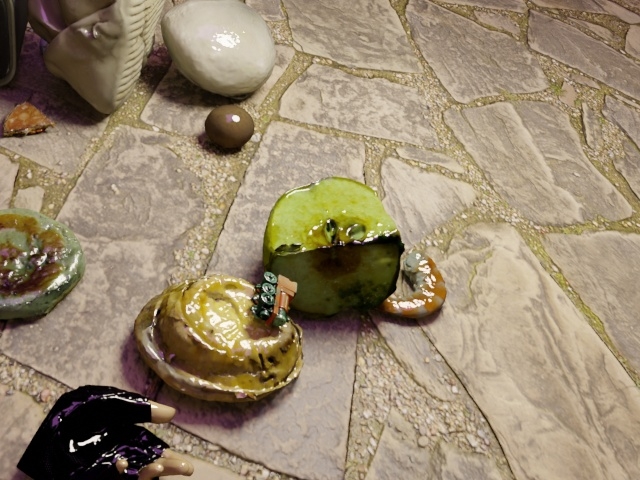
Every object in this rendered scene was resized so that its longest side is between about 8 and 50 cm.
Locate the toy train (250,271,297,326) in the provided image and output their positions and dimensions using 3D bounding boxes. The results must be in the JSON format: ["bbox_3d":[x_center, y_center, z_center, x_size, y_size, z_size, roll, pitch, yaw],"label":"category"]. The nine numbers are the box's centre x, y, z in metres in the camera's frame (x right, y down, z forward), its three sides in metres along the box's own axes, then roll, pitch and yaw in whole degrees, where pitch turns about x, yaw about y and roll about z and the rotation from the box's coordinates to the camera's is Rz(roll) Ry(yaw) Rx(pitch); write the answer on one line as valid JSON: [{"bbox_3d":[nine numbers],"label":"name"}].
[{"bbox_3d":[-0.073,0.095,1.251,0.064,0.044,0.103,30,32,-17],"label":"toy train"}]

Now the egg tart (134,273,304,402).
[{"bbox_3d":[-0.152,0.140,1.251,0.279,0.095,0.279,13,37,-10],"label":"egg tart"}]

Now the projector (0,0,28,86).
[{"bbox_3d":[-0.757,-0.498,1.661,0.248,0.248,0.249,3,42,-14],"label":"projector"}]

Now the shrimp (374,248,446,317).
[{"bbox_3d":[0.149,0.083,1.465,0.166,0.049,0.161,-7,46,-14],"label":"shrimp"}]

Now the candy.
[{"bbox_3d":[-0.226,-0.460,1.811,0.295,0.185,0.295,30,31,-20],"label":"candy"}]

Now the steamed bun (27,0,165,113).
[{"bbox_3d":[-0.472,-0.487,1.646,0.255,0.368,0.342,19,35,-6],"label":"steamed bun"}]

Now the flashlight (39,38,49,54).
[{"bbox_3d":[-0.597,-0.486,1.861,0.093,0.047,0.200,16,42,0],"label":"flashlight"}]

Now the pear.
[{"bbox_3d":[0.000,0.000,1.420,0.238,0.164,0.255,-10,37,-10],"label":"pear"}]

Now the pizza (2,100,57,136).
[{"bbox_3d":[-0.600,-0.233,1.587,0.100,0.029,0.099,31,50,21],"label":"pizza"}]

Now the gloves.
[{"bbox_3d":[-0.268,0.277,1.044,0.203,0.124,0.164,32,59,-13],"label":"gloves"}]

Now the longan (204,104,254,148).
[{"bbox_3d":[-0.194,-0.243,1.684,0.113,0.092,0.113,-1,20,0],"label":"longan"}]

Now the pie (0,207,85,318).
[{"bbox_3d":[-0.504,0.035,1.288,0.240,0.054,0.240,9,43,-8],"label":"pie"}]
